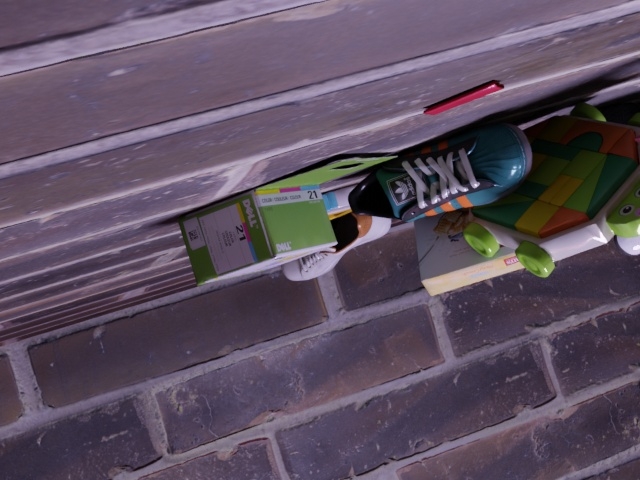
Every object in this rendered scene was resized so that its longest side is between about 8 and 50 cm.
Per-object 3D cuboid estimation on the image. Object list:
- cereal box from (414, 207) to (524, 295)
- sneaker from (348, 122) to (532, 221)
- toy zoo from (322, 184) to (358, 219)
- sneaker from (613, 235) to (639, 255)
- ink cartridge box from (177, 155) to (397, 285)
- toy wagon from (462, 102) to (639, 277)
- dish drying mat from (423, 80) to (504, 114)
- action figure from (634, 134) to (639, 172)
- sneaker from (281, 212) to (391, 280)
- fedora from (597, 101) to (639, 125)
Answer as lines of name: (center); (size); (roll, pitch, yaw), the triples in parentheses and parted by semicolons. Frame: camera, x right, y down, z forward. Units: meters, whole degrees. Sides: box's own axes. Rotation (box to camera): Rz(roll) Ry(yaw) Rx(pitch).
cereal box: (0.228, -0.042, 1.576); (0.173, 0.240, 0.047); (-19, 135, 17)
sneaker: (0.157, -0.080, 1.427); (0.121, 0.108, 0.302); (-21, -179, -36)
toy zoo: (-0.021, -0.046, 1.712); (0.293, 0.030, 0.192); (-16, 176, -25)
sneaker: (0.626, -0.078, 1.796); (0.270, 0.090, 0.145); (-46, -178, 6)
ink cartridge box: (-0.030, -0.029, 1.373); (0.255, 0.097, 0.189); (-18, 177, 27)
toy wagon: (0.353, -0.071, 1.400); (0.267, 0.068, 0.344); (-47, -151, -10)
dish drying mat: (0.151, -0.150, 1.088); (0.083, 0.008, 0.032); (-18, 176, 28)
action figure: (0.547, -0.147, 1.184); (0.370, 0.248, 0.276); (-22, 175, 18)
sneaker: (0.000, 0.000, 2.106); (0.290, 0.106, 0.123); (-33, 164, 36)
fedora: (0.452, -0.130, 1.735); (0.334, 0.152, 0.334); (-24, 173, -3)
